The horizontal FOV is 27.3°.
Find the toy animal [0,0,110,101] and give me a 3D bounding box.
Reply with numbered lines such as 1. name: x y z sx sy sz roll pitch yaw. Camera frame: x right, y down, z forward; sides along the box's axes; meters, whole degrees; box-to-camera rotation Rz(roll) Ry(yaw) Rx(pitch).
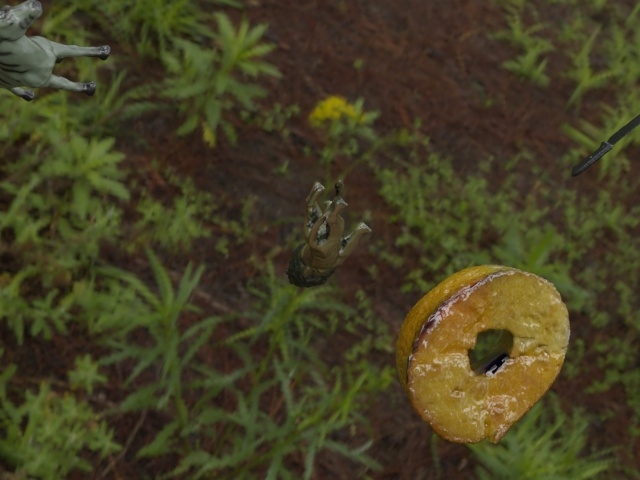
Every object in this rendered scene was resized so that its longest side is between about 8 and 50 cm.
1. toy animal: -0.330 -0.200 1.419 0.176 0.217 0.073 13 82 -40

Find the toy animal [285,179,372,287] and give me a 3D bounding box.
1. toy animal: 0.011 -0.013 1.420 0.069 0.219 0.086 37 64 13

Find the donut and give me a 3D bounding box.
1. donut: 0.157 0.107 1.332 0.174 0.075 0.190 39 87 -27

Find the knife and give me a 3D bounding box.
1. knife: 0.420 -0.146 1.859 0.010 0.170 0.023 38 24 -30
